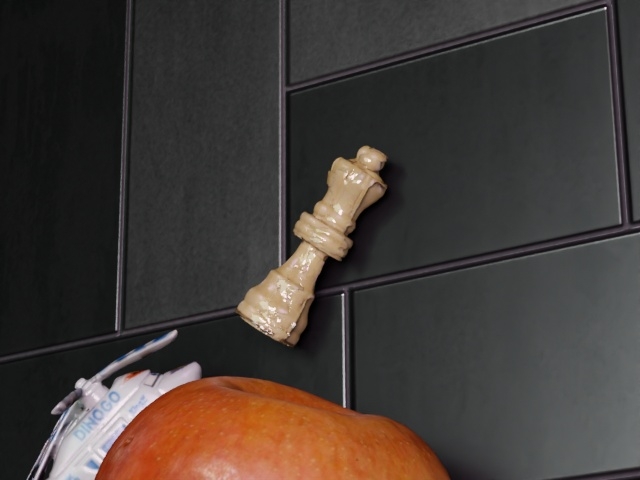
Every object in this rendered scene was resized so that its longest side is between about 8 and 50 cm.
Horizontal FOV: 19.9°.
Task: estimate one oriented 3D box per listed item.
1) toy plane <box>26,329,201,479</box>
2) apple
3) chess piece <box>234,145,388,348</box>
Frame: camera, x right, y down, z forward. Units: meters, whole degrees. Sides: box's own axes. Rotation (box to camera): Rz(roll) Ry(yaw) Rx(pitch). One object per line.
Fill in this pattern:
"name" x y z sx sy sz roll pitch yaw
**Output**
"toy plane" -0.199 0.195 1.460 0.107 0.182 0.273 42 63 4
"apple" -0.035 0.205 1.289 0.272 0.251 0.206 11 78 48
"chess piece" 0.000 0.000 1.463 0.060 0.060 0.172 33 92 37
